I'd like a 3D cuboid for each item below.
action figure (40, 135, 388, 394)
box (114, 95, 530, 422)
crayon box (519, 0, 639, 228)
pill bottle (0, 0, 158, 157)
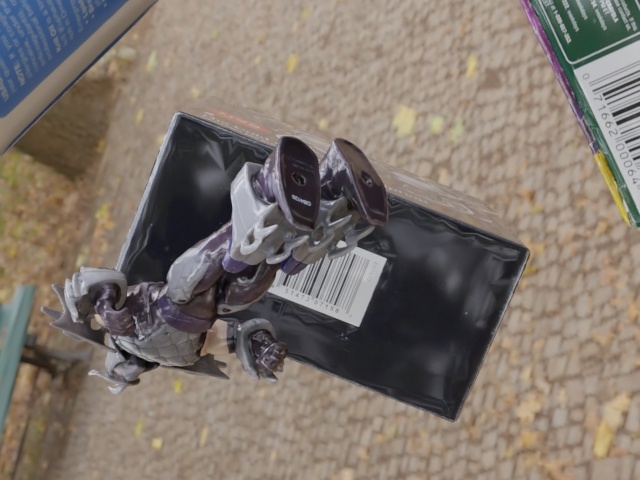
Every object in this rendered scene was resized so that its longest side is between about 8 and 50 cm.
[{"bbox_3d":[-0.082,0.036,0.872,0.285,0.185,0.099,-42,52,34],"label":"action figure"},{"bbox_3d":[0.000,0.000,1.223,0.312,0.343,0.179,-90,22,-81],"label":"box"},{"bbox_3d":[0.237,-0.230,0.856,0.106,0.313,0.363,-22,96,39],"label":"crayon box"},{"bbox_3d":[-0.169,-0.098,0.536,0.221,0.124,0.124,-53,12,-34],"label":"pill bottle"}]
